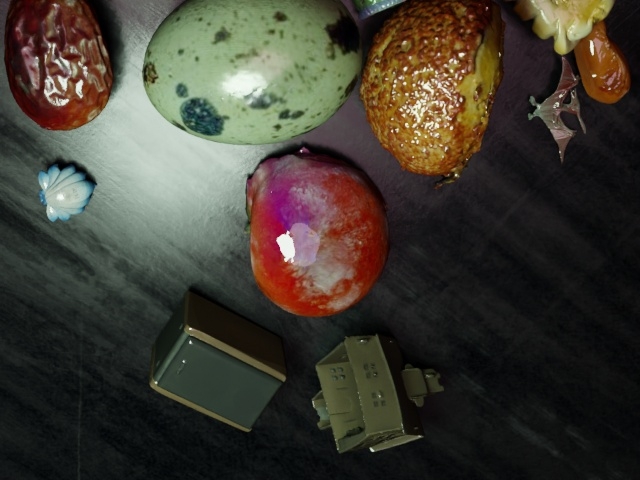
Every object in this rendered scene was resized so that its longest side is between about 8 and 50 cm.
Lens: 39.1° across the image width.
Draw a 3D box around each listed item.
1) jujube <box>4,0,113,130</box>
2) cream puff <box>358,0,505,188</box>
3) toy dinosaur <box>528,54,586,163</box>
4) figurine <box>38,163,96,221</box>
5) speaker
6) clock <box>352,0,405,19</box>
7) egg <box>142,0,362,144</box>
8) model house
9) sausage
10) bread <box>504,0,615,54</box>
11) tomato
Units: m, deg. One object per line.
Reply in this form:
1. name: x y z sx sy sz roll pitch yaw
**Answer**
1. jujube: -0.459 -0.315 1.576 0.183 0.183 0.243 -2 115 -2
2. cream puff: 0.186 -0.280 1.554 0.228 0.350 0.350 16 108 -1
3. toy dinosaur: 0.453 -0.249 1.721 0.108 0.032 0.220 -8 119 -4
4. figurine: -0.477 -0.094 1.715 0.114 0.079 0.114 -1 91 -35
5. speaker: -0.199 0.239 1.782 0.231 0.192 0.153 29 105 -17
6. clock: 0.116 -0.508 1.578 0.194 0.100 0.195 -20 101 4
7. egg: -0.116 -0.302 1.538 0.379 0.287 0.288 -18 109 2
8. model house: 0.129 0.314 1.841 0.243 0.211 0.204 -3 157 -30
9. sausage: 0.516 -0.334 1.664 0.089 0.089 0.179 -24 108 6
10. bread: 0.375 -0.486 1.576 0.311 0.121 0.173 44 99 -4
11. tomato: 0.000 -0.003 1.712 0.289 0.176 0.335 -3 108 -5
